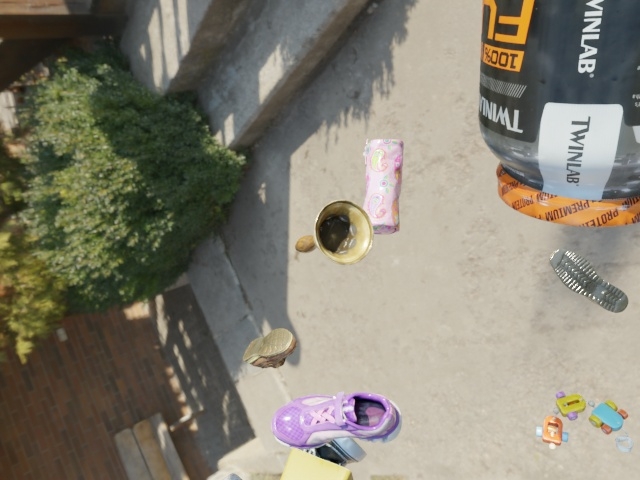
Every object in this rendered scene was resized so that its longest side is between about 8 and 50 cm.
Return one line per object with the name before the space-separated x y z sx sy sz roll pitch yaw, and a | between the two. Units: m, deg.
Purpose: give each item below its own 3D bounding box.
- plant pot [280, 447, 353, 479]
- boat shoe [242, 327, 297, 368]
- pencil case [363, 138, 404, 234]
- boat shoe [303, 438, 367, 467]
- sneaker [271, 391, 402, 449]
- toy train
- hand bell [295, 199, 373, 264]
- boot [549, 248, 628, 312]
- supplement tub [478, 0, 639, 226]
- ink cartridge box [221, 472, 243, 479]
plant pot | -0.010 0.319 0.640 0.081 0.083 0.081 11 137 24
boat shoe | -0.093 0.226 1.081 0.060 0.064 0.178 37 144 -17
pencil case | 0.181 -0.161 1.558 0.124 0.124 0.284 -11 71 52
boat shoe | 0.012 0.487 1.226 0.113 0.105 0.306 45 159 -3
sneaker | 0.028 0.309 0.931 0.104 0.236 0.095 83 -177 -62
toy train | 0.513 0.366 1.038 0.166 0.125 0.046 2 137 22
hand bell | 0.000 0.000 1.114 0.242 0.126 0.126 -19 90 66
boot | 0.620 0.098 1.275 0.198 0.137 0.077 43 94 5
supplement tub | 0.248 -0.196 0.464 0.207 0.207 0.338 22 129 44
ink cartridge box | -0.129 0.527 0.725 0.309 0.271 0.130 31 125 32
